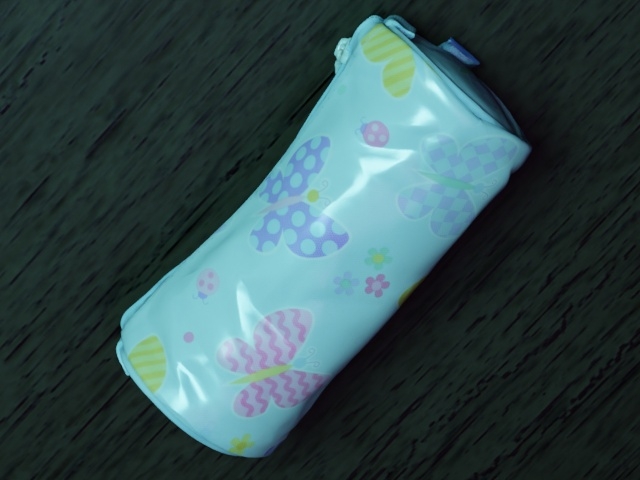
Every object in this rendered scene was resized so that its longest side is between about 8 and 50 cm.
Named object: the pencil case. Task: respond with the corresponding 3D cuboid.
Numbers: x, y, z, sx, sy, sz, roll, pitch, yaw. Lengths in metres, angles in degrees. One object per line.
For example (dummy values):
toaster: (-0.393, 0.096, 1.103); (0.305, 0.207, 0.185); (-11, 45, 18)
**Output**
pencil case: (0.000, 0.000, 1.126); (0.124, 0.113, 0.273); (35, 103, -17)
